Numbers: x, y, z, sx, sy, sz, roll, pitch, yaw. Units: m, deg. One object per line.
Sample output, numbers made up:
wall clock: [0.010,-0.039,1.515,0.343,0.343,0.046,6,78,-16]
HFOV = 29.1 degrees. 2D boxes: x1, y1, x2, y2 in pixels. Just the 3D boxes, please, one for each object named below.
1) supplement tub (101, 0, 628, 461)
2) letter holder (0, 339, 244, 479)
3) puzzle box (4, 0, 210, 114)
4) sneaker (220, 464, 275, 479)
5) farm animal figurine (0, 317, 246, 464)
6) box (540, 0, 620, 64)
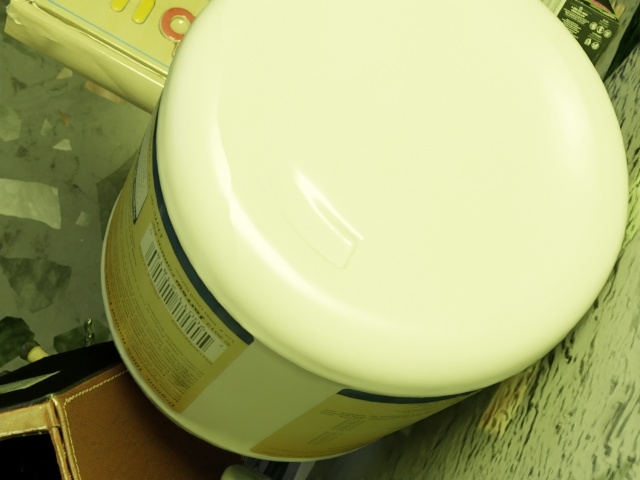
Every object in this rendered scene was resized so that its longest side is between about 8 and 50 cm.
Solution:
supplement tub: [0.000,0.000,0.691,0.228,0.228,0.316,-64,7,-24]
letter holder: [-0.163,0.194,0.859,0.152,0.214,0.302,-14,2,13]
puzzle box: [-0.047,-0.199,1.146,0.272,0.409,0.052,-66,8,-30]
sneaker: [-0.054,0.227,0.802,0.121,0.079,0.217,-62,6,0]
farm animal figurine: [-0.190,0.268,1.151,0.327,0.172,0.330,-63,-31,-7]
box: [0.160,-0.150,0.837,0.052,0.062,0.083,-59,6,23]
